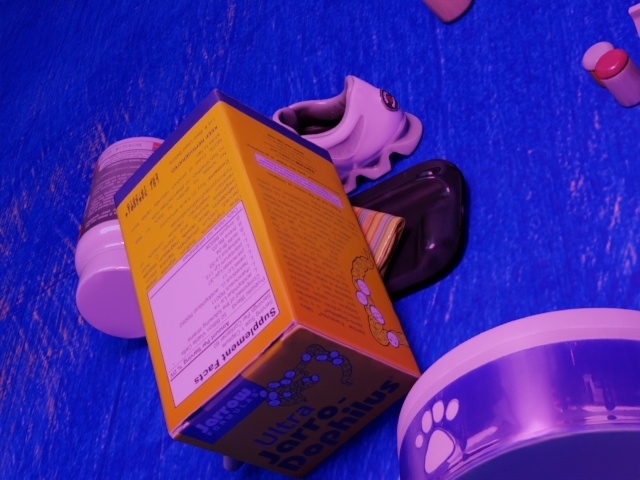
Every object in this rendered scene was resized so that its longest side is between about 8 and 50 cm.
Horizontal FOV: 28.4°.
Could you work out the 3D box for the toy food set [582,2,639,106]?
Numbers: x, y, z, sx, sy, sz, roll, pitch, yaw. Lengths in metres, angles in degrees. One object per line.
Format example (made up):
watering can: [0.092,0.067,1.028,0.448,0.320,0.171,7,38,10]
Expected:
toy food set: [0.362,-0.227,1.321,0.232,0.104,0.111,-20,40,39]

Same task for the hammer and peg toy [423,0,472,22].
hammer and peg toy: [0.230,-0.492,1.775,0.361,0.127,0.266,-47,30,2]

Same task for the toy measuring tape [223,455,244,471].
toy measuring tape: [-0.144,0.142,1.531,0.121,0.121,0.330,-34,33,23]

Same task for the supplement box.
supplement box: [-0.068,0.045,1.377,0.194,0.195,0.356,-43,44,23]

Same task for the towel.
towel: [0.000,0.000,1.502,0.237,0.021,0.102,16,76,49]

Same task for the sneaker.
sneaker: [-0.039,-0.104,1.663,0.330,0.146,0.122,-36,33,22]

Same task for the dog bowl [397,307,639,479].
dog bowl: [0.190,0.175,0.920,0.265,0.265,0.104,-31,37,27]

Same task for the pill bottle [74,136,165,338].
pill bottle: [-0.265,-0.006,1.818,0.161,0.161,0.283,-32,33,25]

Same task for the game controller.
game controller: [0.039,0.019,1.515,0.319,0.067,0.166,-26,51,34]
